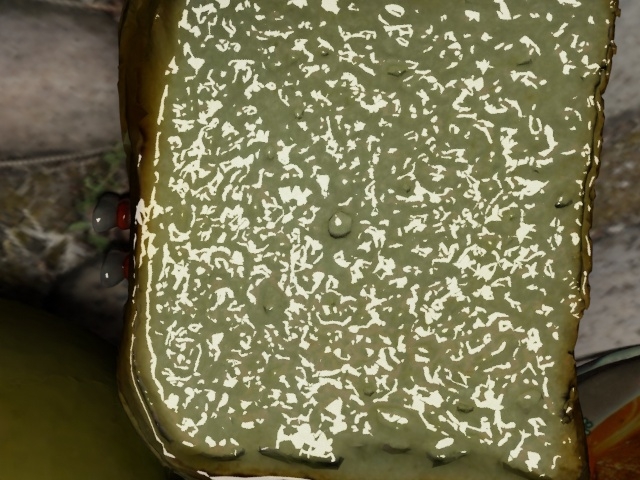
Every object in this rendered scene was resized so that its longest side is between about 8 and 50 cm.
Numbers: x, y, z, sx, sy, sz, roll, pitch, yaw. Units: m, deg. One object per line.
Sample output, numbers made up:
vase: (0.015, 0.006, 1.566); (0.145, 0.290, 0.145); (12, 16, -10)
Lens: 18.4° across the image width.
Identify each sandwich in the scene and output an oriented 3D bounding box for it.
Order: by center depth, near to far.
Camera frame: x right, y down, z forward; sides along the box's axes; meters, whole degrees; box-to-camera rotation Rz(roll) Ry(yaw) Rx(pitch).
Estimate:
sandwich: (0.020, -0.008, 0.903); (0.226, 0.087, 0.251); (1, 97, -7)

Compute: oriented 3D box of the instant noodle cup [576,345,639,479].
instant noodle cup: (0.216, 0.232, 1.086); (0.296, 0.296, 0.214); (-7, 140, 3)

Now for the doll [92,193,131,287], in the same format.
doll: (0.000, 0.000, 0.992); (0.227, 0.075, 0.102); (3, 121, 10)

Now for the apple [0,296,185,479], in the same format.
apple: (-0.191, 0.166, 1.010); (0.254, 0.292, 0.292); (-11, 132, 0)
